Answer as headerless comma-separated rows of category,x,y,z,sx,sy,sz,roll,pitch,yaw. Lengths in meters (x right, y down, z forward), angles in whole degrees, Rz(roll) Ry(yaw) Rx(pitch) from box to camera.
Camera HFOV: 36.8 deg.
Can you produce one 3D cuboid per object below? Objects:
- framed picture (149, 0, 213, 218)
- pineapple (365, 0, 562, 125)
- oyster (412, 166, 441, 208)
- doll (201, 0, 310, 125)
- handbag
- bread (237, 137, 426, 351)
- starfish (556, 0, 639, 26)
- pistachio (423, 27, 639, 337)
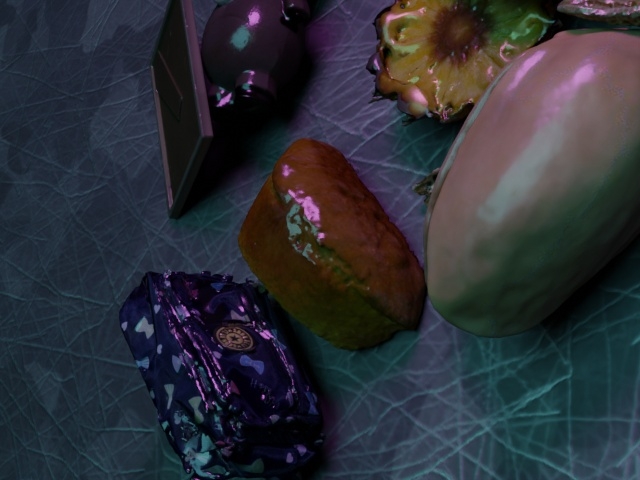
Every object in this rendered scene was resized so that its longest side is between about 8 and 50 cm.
framed picture,-0.177,-0.177,1.196,0.184,0.016,0.250,123,141,-52
pineapple,0.150,-0.201,0.978,0.225,0.076,0.225,-14,61,27
oyster,0.141,-0.037,0.966,0.081,0.038,0.083,-27,84,38
doll,-0.079,-0.267,1.152,0.182,0.117,0.257,-7,72,44
handbag,-0.095,0.130,0.994,0.113,0.162,0.260,-52,49,27
bread,-0.008,-0.006,0.990,0.129,0.134,0.260,-44,53,17
starfish,0.389,-0.208,0.747,0.347,0.078,0.358,-27,27,-6
pistachio,0.203,-0.053,0.828,0.187,0.187,0.299,38,98,39
